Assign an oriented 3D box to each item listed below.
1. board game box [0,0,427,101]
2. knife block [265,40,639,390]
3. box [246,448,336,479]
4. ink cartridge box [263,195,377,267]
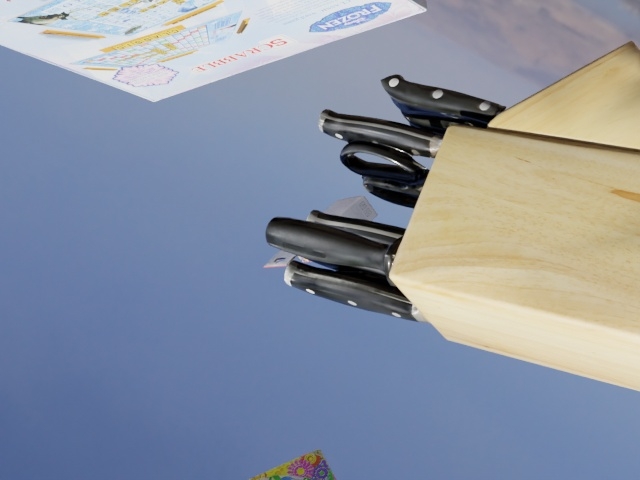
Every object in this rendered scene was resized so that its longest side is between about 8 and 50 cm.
[{"bbox_3d":[-0.124,-0.222,1.024,0.319,0.065,0.318,-13,165,30],"label":"board game box"},{"bbox_3d":[0.097,0.020,0.640,0.088,0.242,0.275,44,-160,-52],"label":"knife block"},{"bbox_3d":[-0.067,0.373,0.973,0.177,0.290,0.279,83,161,-49],"label":"box"},{"bbox_3d":[0.000,0.000,1.258,0.029,0.115,0.063,53,159,-13],"label":"ink cartridge box"}]
